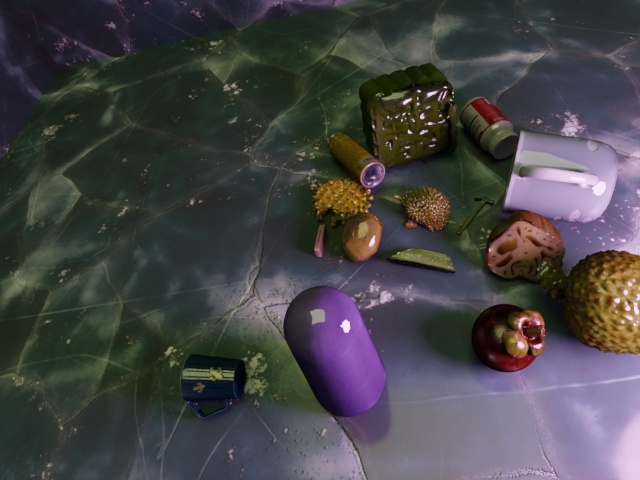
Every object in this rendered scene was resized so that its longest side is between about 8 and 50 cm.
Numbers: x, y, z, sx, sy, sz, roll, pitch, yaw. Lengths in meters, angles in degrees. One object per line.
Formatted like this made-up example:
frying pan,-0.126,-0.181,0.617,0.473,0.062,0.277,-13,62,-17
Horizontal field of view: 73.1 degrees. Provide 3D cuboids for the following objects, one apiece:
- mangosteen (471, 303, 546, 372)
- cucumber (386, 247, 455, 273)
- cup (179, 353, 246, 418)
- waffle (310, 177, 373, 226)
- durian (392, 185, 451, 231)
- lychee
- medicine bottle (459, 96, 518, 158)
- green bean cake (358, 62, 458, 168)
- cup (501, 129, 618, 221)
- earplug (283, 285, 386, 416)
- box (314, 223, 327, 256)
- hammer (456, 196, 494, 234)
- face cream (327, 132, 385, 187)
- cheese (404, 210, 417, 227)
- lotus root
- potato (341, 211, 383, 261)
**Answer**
mangosteen,0.486,0.245,1.103,0.199,0.200,0.200,-7,52,10
cucumber,0.325,0.061,1.382,0.219,0.046,0.071,11,55,21
cup,-0.304,0.417,1.243,0.155,0.131,0.177,-3,82,9
waffle,0.076,-0.153,1.610,0.231,0.051,0.229,-17,48,1
durian,0.347,-0.131,1.473,0.208,0.102,0.147,22,67,18
lychee,0.728,0.148,1.070,0.319,0.270,0.270,-14,49,29
medicine bottle,0.627,-0.421,1.610,0.131,0.131,0.250,-19,51,0
green bean cake,0.319,-0.440,1.593,0.318,0.335,0.218,-18,42,5
cup,0.711,-0.187,1.282,0.274,0.356,0.260,12,101,19
earplug,0.035,0.265,1.044,0.215,0.456,0.215,-6,55,9
box,0.000,0.000,1.513,0.025,0.048,0.115,4,56,13
hammer,0.512,-0.085,1.459,0.062,0.017,0.182,32,68,33
face cream,0.120,-0.328,1.676,0.104,0.105,0.349,-29,42,-7
cheese,0.318,-0.088,1.514,0.047,0.017,0.111,-5,53,15
lotus root,0.600,0.006,1.296,0.188,0.199,0.180,39,31,-3
potato,0.138,-0.017,1.442,0.137,0.137,0.176,5,57,18
